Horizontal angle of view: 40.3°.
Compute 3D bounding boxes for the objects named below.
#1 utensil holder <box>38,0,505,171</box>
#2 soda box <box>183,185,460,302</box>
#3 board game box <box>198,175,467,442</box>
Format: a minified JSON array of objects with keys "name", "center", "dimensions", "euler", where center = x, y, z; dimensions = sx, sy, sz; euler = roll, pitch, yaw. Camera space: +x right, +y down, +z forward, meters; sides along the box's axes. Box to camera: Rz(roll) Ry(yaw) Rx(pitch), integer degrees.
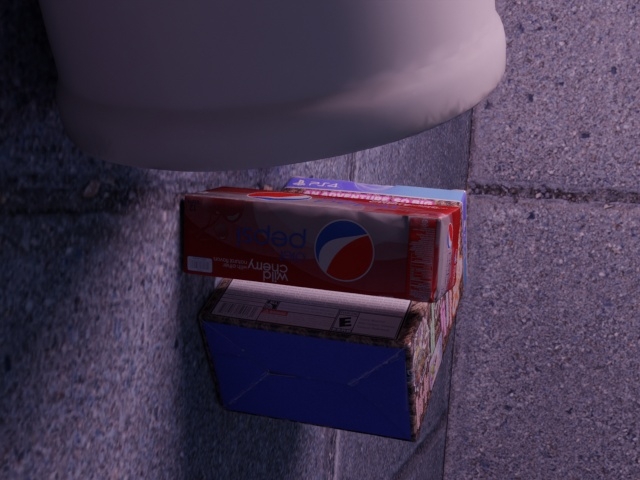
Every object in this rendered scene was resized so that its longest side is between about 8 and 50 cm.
[{"name":"utensil holder","center":[-0.053,-0.283,0.562],"dimensions":[0.327,0.328,0.385],"euler":[-57,145,-53]},{"name":"soda box","center":[0.000,0.000,0.863],"dimensions":[0.092,0.263,0.083],"euler":[-23,117,-68]},{"name":"board game box","center":[0.031,0.065,1.020],"dimensions":[0.291,0.232,0.141],"euler":[-60,150,-49]}]
